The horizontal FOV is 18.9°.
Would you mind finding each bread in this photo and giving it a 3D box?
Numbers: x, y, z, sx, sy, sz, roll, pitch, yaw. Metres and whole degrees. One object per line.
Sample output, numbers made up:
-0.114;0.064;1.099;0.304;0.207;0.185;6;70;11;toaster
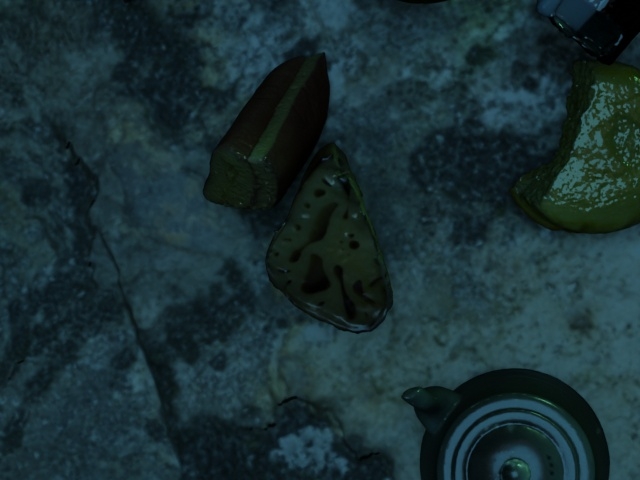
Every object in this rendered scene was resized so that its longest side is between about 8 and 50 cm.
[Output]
0.245;-0.071;1.617;0.125;0.086;0.156;25;93;-4;bread
-0.046;-0.077;1.628;0.067;0.192;0.119;29;127;1;bread

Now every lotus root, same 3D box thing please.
0.003;-0.001;1.613;0.095;0.135;0.159;-14;99;5;lotus root

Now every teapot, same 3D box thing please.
0.169;0.192;1.577;0.239;0.149;0.162;37;90;6;teapot

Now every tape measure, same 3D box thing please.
0.255;-0.252;1.572;0.107;0.181;0.182;36;107;-12;tape measure

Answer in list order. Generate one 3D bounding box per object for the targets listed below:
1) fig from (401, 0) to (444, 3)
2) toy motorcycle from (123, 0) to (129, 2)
0.071;-0.340;1.608;0.206;0.206;0.275;-30;63;3;fig
-0.112;-0.269;1.570;0.157;0.263;0.091;-20;86;-3;toy motorcycle
